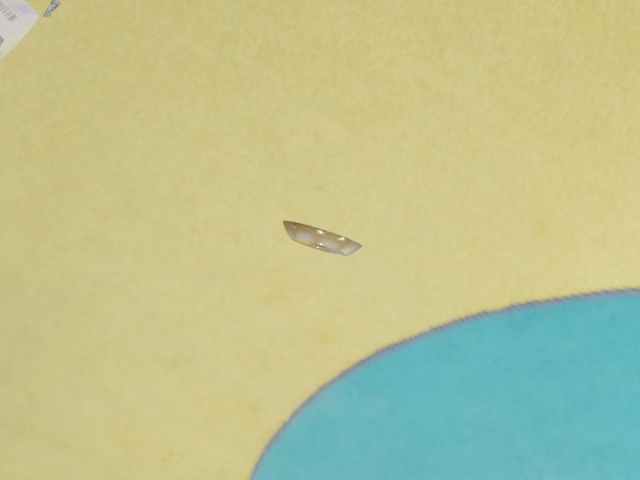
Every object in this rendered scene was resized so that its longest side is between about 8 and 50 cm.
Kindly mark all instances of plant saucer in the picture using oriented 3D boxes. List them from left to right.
[{"bbox_3d":[0.000,0.000,1.100,0.083,0.015,0.083,17,174,2],"label":"plant saucer"}]

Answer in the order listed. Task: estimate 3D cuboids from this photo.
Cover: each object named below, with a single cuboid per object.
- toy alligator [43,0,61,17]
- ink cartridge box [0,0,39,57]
[{"bbox_3d":[-0.305,-0.370,1.502,0.051,0.056,0.189,30,95,-13],"label":"toy alligator"},{"bbox_3d":[-0.441,-0.257,1.272,0.158,0.218,0.092,44,112,-12],"label":"ink cartridge box"}]
